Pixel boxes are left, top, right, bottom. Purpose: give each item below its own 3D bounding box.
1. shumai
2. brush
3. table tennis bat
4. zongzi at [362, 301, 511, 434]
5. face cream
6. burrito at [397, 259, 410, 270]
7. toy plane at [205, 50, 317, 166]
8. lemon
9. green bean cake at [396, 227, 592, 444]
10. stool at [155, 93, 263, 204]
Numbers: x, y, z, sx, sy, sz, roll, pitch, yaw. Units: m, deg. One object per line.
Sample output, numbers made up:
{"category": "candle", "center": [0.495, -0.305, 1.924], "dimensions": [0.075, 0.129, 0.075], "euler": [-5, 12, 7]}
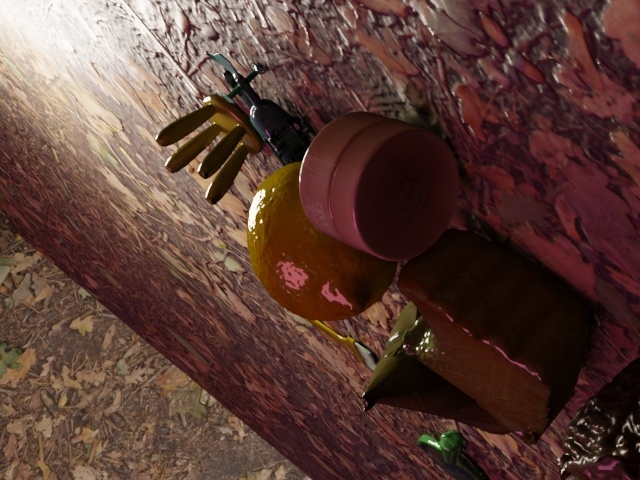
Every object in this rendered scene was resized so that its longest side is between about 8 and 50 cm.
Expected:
{"category": "shumai", "center": [0.399, 0.241, 1.230], "dimensions": [0.283, 0.217, 0.346], "euler": [46, 161, -5]}
{"category": "brush", "center": [0.027, 0.173, 2.290], "dimensions": [0.218, 0.010, 0.082], "euler": [33, 161, 36]}
{"category": "table tennis bat", "center": [0.241, 0.398, 2.302], "dimensions": [0.160, 0.039, 0.257], "euler": [35, 164, 20]}
{"category": "zongzi", "center": [0.171, 0.208, 1.678], "dimensions": [0.228, 0.256, 0.115], "euler": [42, 121, -4]}
{"category": "face cream", "center": [0.065, -0.061, 1.387], "dimensions": [0.104, 0.149, 0.149], "euler": [24, 155, 51]}
{"category": "burrito", "center": [0.105, -0.005, 1.616], "dimensions": [0.055, 0.041, 0.149], "euler": [38, 159, 15]}
{"category": "toy plane", "center": [-0.064, -0.157, 1.628], "dimensions": [0.235, 0.060, 0.096], "euler": [51, 175, -38]}
{"category": "lemon", "center": [0.000, 0.000, 1.546], "dimensions": [0.187, 0.187, 0.244], "euler": [67, 178, -53]}
{"category": "green bean cake", "center": [0.207, 0.107, 1.512], "dimensions": [0.233, 0.124, 0.236], "euler": [36, 162, 21]}
{"category": "stool", "center": [-0.156, -0.133, 1.796], "dimensions": [0.134, 0.110, 0.135], "euler": [53, 160, -25]}
